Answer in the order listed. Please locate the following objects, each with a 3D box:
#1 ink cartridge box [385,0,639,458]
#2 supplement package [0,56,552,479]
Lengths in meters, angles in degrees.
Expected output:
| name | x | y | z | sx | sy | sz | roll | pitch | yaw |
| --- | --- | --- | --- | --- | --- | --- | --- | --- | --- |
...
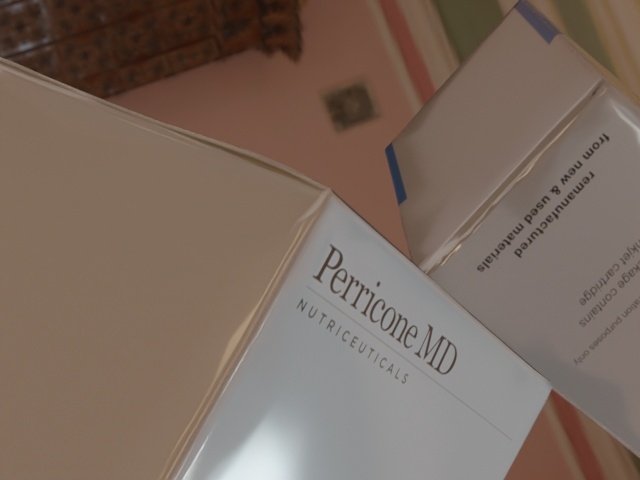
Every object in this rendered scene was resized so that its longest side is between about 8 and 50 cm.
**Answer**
| name | x | y | z | sx | sy | sz | roll | pitch | yaw |
| --- | --- | --- | --- | --- | --- | --- | --- | --- | --- |
| ink cartridge box | 0.250 | 0.039 | 0.889 | 0.395 | 0.166 | 0.285 | 38 | 15 | -14 |
| supplement package | -0.085 | 0.117 | 0.442 | 0.175 | 0.293 | 0.177 | 23 | -10 | 39 |
